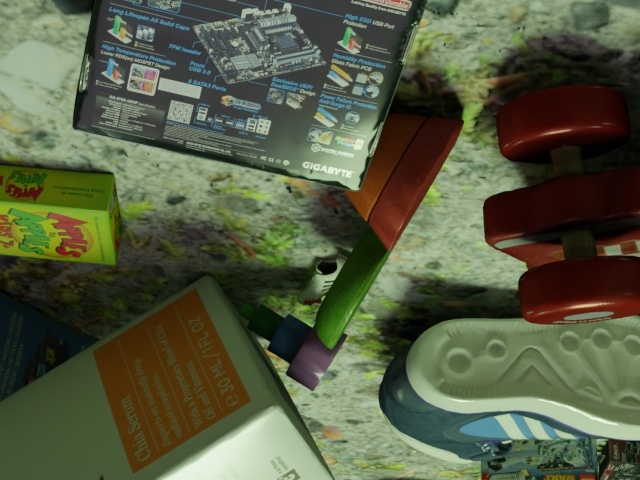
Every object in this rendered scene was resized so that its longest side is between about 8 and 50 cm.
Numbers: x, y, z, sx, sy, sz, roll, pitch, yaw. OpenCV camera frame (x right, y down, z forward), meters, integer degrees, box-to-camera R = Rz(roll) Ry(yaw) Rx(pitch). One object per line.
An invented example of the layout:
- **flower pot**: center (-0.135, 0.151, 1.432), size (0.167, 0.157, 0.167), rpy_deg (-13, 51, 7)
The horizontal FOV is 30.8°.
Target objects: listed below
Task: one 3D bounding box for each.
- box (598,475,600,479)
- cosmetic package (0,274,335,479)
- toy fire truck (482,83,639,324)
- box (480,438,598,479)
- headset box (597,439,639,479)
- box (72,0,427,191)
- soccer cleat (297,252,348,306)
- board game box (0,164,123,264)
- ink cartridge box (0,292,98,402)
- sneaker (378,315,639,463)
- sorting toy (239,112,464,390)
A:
- **box**: center (0.344, 0.400, 1.568), size (0.184, 0.045, 0.190), rpy_deg (-5, 120, 17)
- **cosmetic package**: center (-0.235, 0.256, 1.132), size (0.453, 0.230, 0.161), rpy_deg (-32, 128, -3)
- **toy fire truck**: center (0.285, -0.027, 0.917), size (0.302, 0.169, 0.254), rpy_deg (-12, 167, 25)
- **box**: center (0.260, 0.260, 1.386), size (0.137, 0.094, 0.027), rpy_deg (0, 146, 10)
- **headset box**: center (0.385, 0.276, 1.446), size (0.083, 0.032, 0.062), rpy_deg (4, 146, 3)
- **box**: center (-0.052, -0.137, 0.816), size (0.220, 0.051, 0.175), rpy_deg (12, 125, -10)
- **soccer cleat**: center (0.002, 0.038, 1.148), size (0.035, 0.029, 0.083), rpy_deg (38, 132, -27)
- **board game box**: center (-0.279, -0.026, 1.076), size (0.181, 0.043, 0.092), rpy_deg (6, 146, 0)
- **ink cartridge box**: center (-0.430, 0.162, 1.293), size (0.270, 0.151, 0.395), rpy_deg (-24, 135, 37)
- **sneaker**: center (0.223, 0.166, 1.239), size (0.323, 0.130, 0.236), rpy_deg (4, 157, -6)
- **sorting toy**: center (0.000, 0.000, 1.032), size (0.126, 0.127, 0.365), rpy_deg (31, 139, 4)
